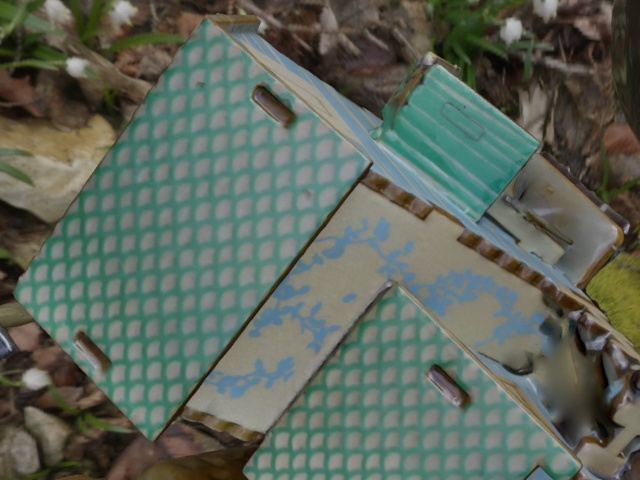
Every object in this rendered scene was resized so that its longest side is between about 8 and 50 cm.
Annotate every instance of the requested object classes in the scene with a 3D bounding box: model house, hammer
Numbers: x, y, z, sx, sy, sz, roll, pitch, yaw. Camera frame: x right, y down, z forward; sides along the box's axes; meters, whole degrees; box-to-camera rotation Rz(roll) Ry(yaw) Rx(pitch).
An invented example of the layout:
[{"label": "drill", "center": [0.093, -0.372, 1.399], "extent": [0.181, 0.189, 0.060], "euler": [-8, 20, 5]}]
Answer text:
[{"label": "model house", "center": [0.000, 0.000, 0.434], "extent": [0.178, 0.206, 0.271], "euler": [-51, 35, 18]}, {"label": "hammer", "center": [-0.209, 0.047, 0.763], "extent": [0.013, 0.199, 0.062], "euler": [-36, 88, 4]}]

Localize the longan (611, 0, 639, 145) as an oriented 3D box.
[{"label": "longan", "center": [0.314, -0.131, 0.694], "extent": [0.248, 0.248, 0.248], "euler": [-1, 84, 12]}]

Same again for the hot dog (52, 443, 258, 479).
[{"label": "hot dog", "center": [-0.050, 0.223, 0.471], "extent": [0.223, 0.405, 0.185], "euler": [57, 142, 41]}]
